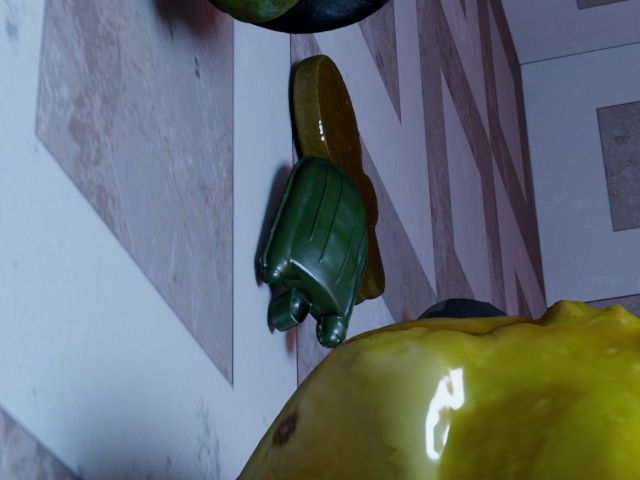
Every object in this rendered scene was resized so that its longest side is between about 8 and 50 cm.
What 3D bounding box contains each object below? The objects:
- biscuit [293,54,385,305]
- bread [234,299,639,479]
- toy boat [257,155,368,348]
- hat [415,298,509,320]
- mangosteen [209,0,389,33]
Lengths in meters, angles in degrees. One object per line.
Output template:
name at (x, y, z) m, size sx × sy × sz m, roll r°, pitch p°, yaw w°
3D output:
biscuit at (0.015, -0.056, 1.498) m, size 0.180 × 0.039 × 0.236 m, roll -1°, pitch 82°, yaw -73°
bread at (0.114, 0.221, 0.840) m, size 0.394 × 0.250 × 0.361 m, roll 121°, pitch -47°, yaw -58°
toy boat at (0.000, 0.000, 1.324) m, size 0.104 × 0.052 × 0.210 m, roll 46°, pitch 32°, yaw -22°
hat at (0.160, 0.275, 1.724) m, size 0.381 × 0.257 × 0.366 m, roll 48°, pitch -26°, yaw 19°
mangosteen at (-0.028, -0.253, 1.117) m, size 0.243 × 0.243 × 0.243 m, roll -9°, pitch 90°, yaw -77°
